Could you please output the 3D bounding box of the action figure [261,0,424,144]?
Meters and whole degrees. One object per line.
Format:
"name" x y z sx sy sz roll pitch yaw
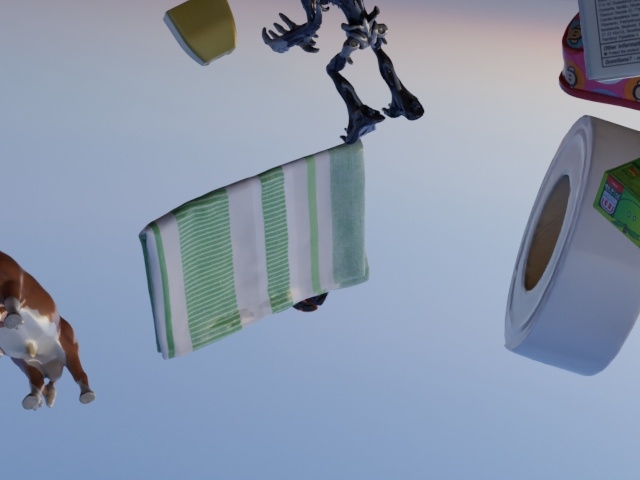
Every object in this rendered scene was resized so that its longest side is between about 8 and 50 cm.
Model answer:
"action figure" 0.016 -0.251 1.582 0.164 0.276 0.141 -32 -157 -28

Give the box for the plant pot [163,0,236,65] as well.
"plant pot" -0.151 -0.278 1.867 0.081 0.083 0.081 -29 -175 -7

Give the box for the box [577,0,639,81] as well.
"box" 0.289 -0.259 1.196 0.148 0.232 0.127 -6 -175 16

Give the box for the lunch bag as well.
"lunch bag" 0.529 -0.311 2.213 0.258 0.120 0.293 14 -140 23

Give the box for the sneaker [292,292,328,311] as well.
"sneaker" 0.000 0.000 2.180 0.083 0.221 0.087 24 -179 -5

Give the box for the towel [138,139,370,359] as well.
"towel" -0.081 0.016 1.903 0.324 0.248 0.038 -21 -138 -20

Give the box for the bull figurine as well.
"bull figurine" -0.399 0.095 1.804 0.310 0.101 0.188 51 -173 -44

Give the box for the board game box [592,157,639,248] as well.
"board game box" 0.326 -0.003 1.187 0.092 0.043 0.181 -21 -129 -30

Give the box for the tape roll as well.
"tape roll" 0.299 0.007 1.598 0.100 0.286 0.286 17 -170 -3
